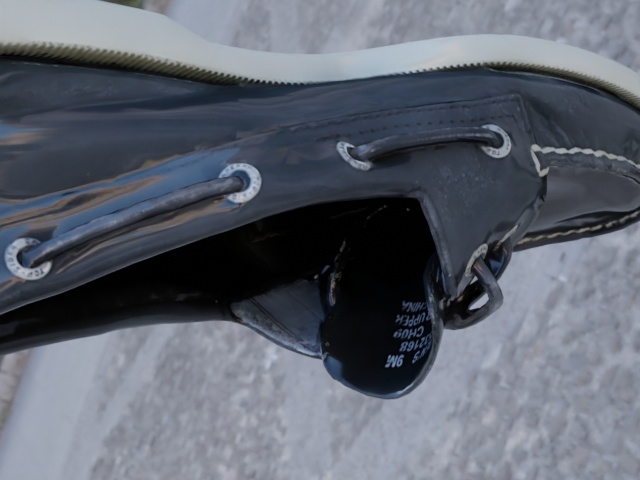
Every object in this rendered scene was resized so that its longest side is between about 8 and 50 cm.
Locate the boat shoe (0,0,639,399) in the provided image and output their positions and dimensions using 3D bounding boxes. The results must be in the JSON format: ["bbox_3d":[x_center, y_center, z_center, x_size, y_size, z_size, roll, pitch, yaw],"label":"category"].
[{"bbox_3d":[0.002,-0.002,0.407,0.127,0.340,0.113,-35,60,45],"label":"boat shoe"}]
